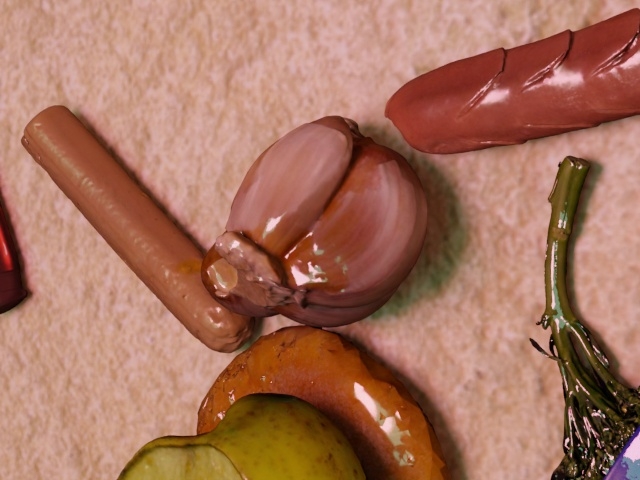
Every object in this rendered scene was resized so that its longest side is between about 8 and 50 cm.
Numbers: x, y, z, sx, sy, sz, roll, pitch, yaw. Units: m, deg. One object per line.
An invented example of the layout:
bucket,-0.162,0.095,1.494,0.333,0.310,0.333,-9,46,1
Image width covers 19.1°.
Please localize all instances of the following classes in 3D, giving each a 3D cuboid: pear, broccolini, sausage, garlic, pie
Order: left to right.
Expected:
sausage,-0.167,-0.010,1.758,0.301,0.066,0.066,48,114,21
pear,-0.074,0.246,1.589,0.238,0.164,0.255,13,100,41
pie,-0.003,0.201,1.667,0.273,0.069,0.273,5,99,36
garlic,0.000,0.000,1.607,0.160,0.214,0.191,39,68,7
broccolini,0.223,0.066,1.518,0.123,0.062,0.271,-4,90,42
sausage,0.239,-0.139,1.496,0.433,0.088,0.088,-15,85,32

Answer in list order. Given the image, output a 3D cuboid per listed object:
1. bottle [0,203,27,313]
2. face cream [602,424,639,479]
bottle,-0.334,-0.007,1.863,0.060,0.060,0.164,-25,80,30
face cream,0.292,0.176,1.405,0.111,0.206,0.206,35,109,21
